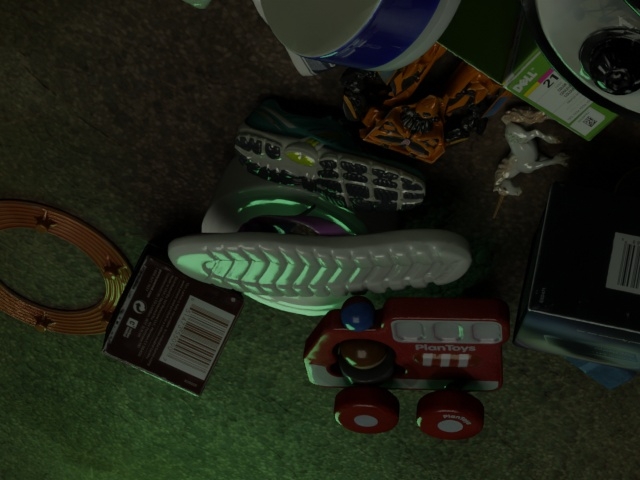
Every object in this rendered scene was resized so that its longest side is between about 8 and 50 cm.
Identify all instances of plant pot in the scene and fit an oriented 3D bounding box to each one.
[{"bbox_3d":[0.449,-0.047,1.789,0.083,0.083,0.079,-15,141,32],"label":"plant pot"}]

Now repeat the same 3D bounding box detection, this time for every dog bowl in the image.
[{"bbox_3d":[0.044,-0.324,1.465,0.104,0.265,0.265,4,151,-37],"label":"dog bowl"}]

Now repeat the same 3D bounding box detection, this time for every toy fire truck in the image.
[{"bbox_3d":[0.124,0.156,1.930,0.302,0.169,0.254,2,144,9],"label":"toy fire truck"}]

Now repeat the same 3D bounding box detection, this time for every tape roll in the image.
[{"bbox_3d":[-0.029,-0.015,1.970,0.286,0.100,0.286,10,139,9],"label":"tape roll"}]

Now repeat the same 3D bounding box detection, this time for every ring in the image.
[{"bbox_3d":[-0.473,0.059,2.262,0.336,0.032,0.337,9,139,8],"label":"ring"}]

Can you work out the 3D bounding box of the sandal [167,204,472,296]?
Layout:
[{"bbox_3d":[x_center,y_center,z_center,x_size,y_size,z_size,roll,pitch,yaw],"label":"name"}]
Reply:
[{"bbox_3d":[-0.001,0.007,1.841,0.416,0.102,0.169,2,153,-1],"label":"sandal"}]

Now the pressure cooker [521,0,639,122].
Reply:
[{"bbox_3d":[0.376,-0.306,1.257,0.369,0.420,0.376,8,138,12],"label":"pressure cooker"}]

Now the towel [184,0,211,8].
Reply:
[{"bbox_3d":[-0.175,-0.440,1.596,0.247,0.038,0.325,30,138,-15],"label":"towel"}]

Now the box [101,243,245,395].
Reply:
[{"bbox_3d":[-0.231,0.120,2.072,0.167,0.168,0.203,25,-179,-9],"label":"box"}]

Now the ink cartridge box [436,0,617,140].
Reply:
[{"bbox_3d":[0.248,-0.262,1.527,0.255,0.189,0.097,30,139,-14],"label":"ink cartridge box"}]

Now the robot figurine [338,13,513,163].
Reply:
[{"bbox_3d":[0.146,-0.202,1.696,0.211,0.085,0.291,17,143,-14],"label":"robot figurine"}]

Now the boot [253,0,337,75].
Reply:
[{"bbox_3d":[-0.019,-0.293,1.691,0.086,0.069,0.190,-14,139,22],"label":"boot"}]

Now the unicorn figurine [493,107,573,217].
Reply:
[{"bbox_3d":[0.280,-0.116,1.787,0.111,0.060,0.162,-2,120,22],"label":"unicorn figurine"}]

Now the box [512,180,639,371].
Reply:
[{"bbox_3d":[0.422,0.069,1.759,0.296,0.183,0.294,12,169,7],"label":"box"}]

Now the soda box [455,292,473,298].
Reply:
[{"bbox_3d":[0.198,0.159,2.113,0.061,0.058,0.181,28,138,-13],"label":"soda box"}]

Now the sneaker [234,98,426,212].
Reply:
[{"bbox_3d":[0.020,-0.123,1.806,0.275,0.110,0.107,21,148,11],"label":"sneaker"}]

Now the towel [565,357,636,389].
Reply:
[{"bbox_3d":[0.435,0.185,2.082,0.119,0.029,0.067,36,136,-19],"label":"towel"}]
